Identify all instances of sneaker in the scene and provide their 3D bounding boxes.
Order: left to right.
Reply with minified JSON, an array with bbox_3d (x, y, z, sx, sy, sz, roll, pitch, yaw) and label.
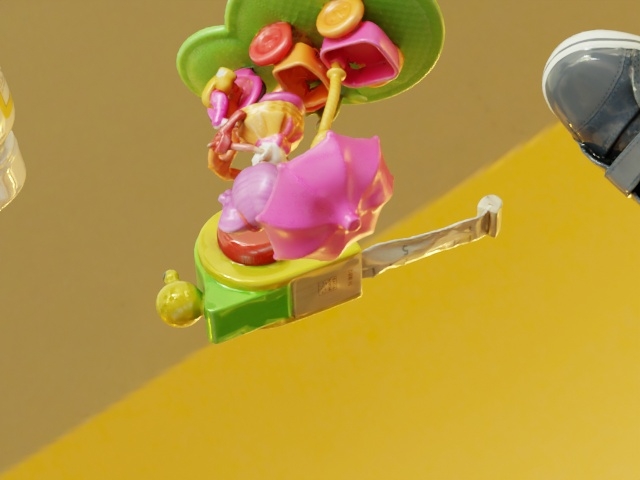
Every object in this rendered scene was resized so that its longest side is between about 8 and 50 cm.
[{"bbox_3d":[0.327,-0.059,1.352,0.321,0.127,0.126,31,-51,0],"label":"sneaker"}]

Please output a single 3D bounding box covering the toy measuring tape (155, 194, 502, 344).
[{"bbox_3d":[0.000,0.000,1.434,0.330,0.121,0.121,-20,-52,-18],"label":"toy measuring tape"}]

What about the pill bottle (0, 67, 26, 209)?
[{"bbox_3d":[-0.292,-0.117,1.146,0.119,0.119,0.208,-20,-52,-8],"label":"pill bottle"}]

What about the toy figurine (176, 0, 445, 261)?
[{"bbox_3d":[-0.017,-0.058,0.895,0.173,0.159,0.130,-16,-42,28],"label":"toy figurine"}]
